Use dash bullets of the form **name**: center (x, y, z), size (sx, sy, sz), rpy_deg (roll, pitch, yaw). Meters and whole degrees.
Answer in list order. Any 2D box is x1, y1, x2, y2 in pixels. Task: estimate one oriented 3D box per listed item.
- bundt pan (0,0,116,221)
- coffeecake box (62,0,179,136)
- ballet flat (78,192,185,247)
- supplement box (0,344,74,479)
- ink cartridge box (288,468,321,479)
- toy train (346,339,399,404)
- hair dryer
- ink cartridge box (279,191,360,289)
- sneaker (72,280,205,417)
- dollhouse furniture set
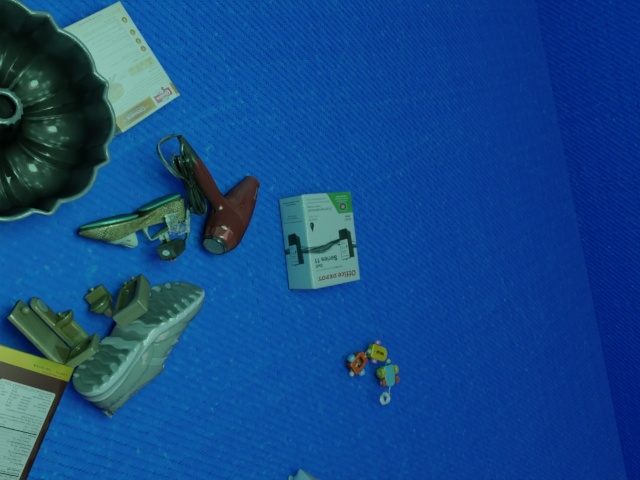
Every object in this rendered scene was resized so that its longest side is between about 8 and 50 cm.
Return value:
- **bundt pan**: center (-0.486, -0.186, 0.868), size (0.331, 0.124, 0.330), rpy_deg (4, 84, -42)
- **coffeecake box**: center (-0.362, -0.296, 1.026), size (0.142, 0.068, 0.185), rpy_deg (-47, 116, -35)
- **ballet flat**: center (-0.322, -0.025, 1.040), size (0.206, 0.073, 0.067), rpy_deg (-25, 111, -39)
- **supplement box**: center (-0.468, 0.240, 0.798), size (0.129, 0.191, 0.194), rpy_deg (32, 65, -36)
- **ink cartridge box**: center (-0.014, 0.558, 1.227), size (0.092, 0.143, 0.089), rpy_deg (43, 77, -31)
- **toy train**: center (0.123, 0.316, 1.431), size (0.166, 0.046, 0.125), rpy_deg (53, 56, -22)
- **hair dryer**: center (-0.194, -0.082, 1.107), size (0.294, 0.080, 0.223), rpy_deg (-17, 114, -66)
- **ink cartridge box**: center (0.000, 0.000, 1.316), size (0.153, 0.087, 0.208), rpy_deg (-9, 93, -42)
- **sneaker**: center (-0.309, 0.182, 1.035), size (0.281, 0.105, 0.115), rpy_deg (-47, 146, -37)
- **dollhouse furniture set**: center (-0.373, 0.093, 0.931), size (0.151, 0.144, 0.123), rpy_deg (-34, 113, 0)
